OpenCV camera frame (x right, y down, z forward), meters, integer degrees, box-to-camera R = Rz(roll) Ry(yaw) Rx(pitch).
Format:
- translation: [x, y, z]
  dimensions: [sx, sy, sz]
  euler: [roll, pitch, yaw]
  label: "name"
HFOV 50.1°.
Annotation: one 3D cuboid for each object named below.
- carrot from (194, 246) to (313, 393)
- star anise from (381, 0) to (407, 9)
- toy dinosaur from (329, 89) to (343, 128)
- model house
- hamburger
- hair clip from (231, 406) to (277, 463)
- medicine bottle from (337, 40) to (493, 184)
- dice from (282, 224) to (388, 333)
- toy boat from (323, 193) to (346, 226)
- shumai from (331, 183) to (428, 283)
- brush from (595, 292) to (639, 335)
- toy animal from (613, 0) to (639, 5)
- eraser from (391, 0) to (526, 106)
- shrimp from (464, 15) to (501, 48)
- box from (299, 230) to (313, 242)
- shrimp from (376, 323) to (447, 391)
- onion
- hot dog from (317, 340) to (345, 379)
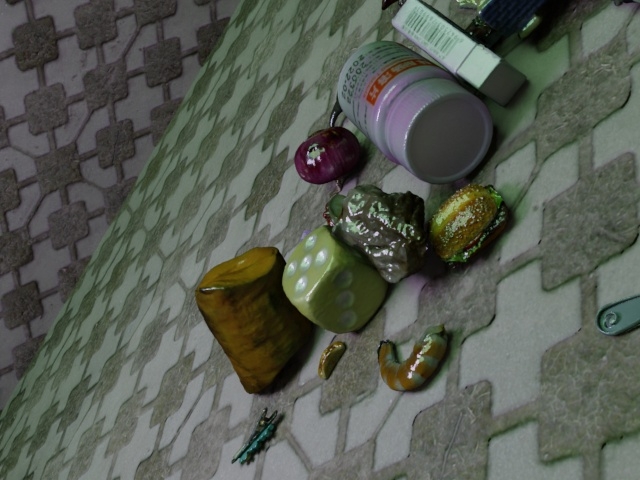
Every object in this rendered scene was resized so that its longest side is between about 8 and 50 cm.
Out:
- translation: [-0.144, 0.176, 1.607]
  dimensions: [0.241, 0.340, 0.241]
  euler: [-19, 29, 11]
  label: "carrot"
- translation: [0.252, -0.758, 1.910]
  dimensions: [0.272, 0.102, 0.272]
  euler: [-33, 40, 33]
  label: "star anise"
- translation: [0.083, -0.365, 1.847]
  dimensions: [0.187, 0.087, 0.179]
  euler: [-5, 59, 56]
  label: "toy dinosaur"
- translation: [0.404, -0.582, 1.399]
  dimensions: [0.321, 0.266, 0.261]
  euler: [-44, -1, 29]
  label: "model house"
- translation: [0.272, -0.032, 1.288]
  dimensions: [0.166, 0.087, 0.137]
  euler: [-46, 34, 23]
  label: "hamburger"
- translation: [-0.147, 0.452, 1.551]
  dimensions: [0.173, 0.049, 0.049]
  euler: [-56, 30, 18]
  label: "hair clip"
- translation: [0.192, -0.284, 1.486]
  dimensions: [0.219, 0.219, 0.388]
  euler: [-52, 31, 14]
  label: "medicine bottle"
- translation: [0.032, 0.083, 1.470]
  dimensions: [0.169, 0.166, 0.169]
  euler: [-54, 32, 12]
  label: "dice"
- translation: [0.051, -0.055, 1.656]
  dimensions: [0.185, 0.089, 0.071]
  euler: [-101, 5, -47]
  label: "toy boat"
- translation: [0.112, -0.009, 1.360]
  dimensions: [0.218, 0.185, 0.184]
  euler: [-81, -9, -58]
  label: "shumai"
- translation: [0.494, 0.052, 0.918]
  dimensions: [0.297, 0.060, 0.068]
  euler: [-35, 41, 35]
  label: "brush"
- translation: [0.584, -0.466, 1.197]
  dimensions: [0.225, 0.094, 0.121]
  euler: [34, 103, 58]
  label: "toy animal"
- translation: [0.285, -0.398, 1.435]
  dimensions: [0.086, 0.130, 0.287]
  euler: [-54, 53, 21]
  label: "eraser"
- translation: [0.389, -0.505, 1.524]
  dimensions: [0.233, 0.079, 0.090]
  euler: [-55, 36, 0]
  label: "shrimp"
- translation: [0.000, 0.000, 1.701]
  dimensions: [0.117, 0.051, 0.036]
  euler: [2, 68, 58]
  label: "box"
- translation: [0.170, 0.205, 1.295]
  dimensions: [0.161, 0.049, 0.166]
  euler: [-58, 23, 7]
  label: "shrimp"
- translation: [0.020, -0.216, 1.762]
  dimensions: [0.177, 0.153, 0.177]
  euler: [-51, 15, 19]
  label: "onion"
- translation: [0.017, 0.255, 1.479]
  dimensions: [0.090, 0.034, 0.030]
  euler: [-58, 31, 2]
  label: "hot dog"
